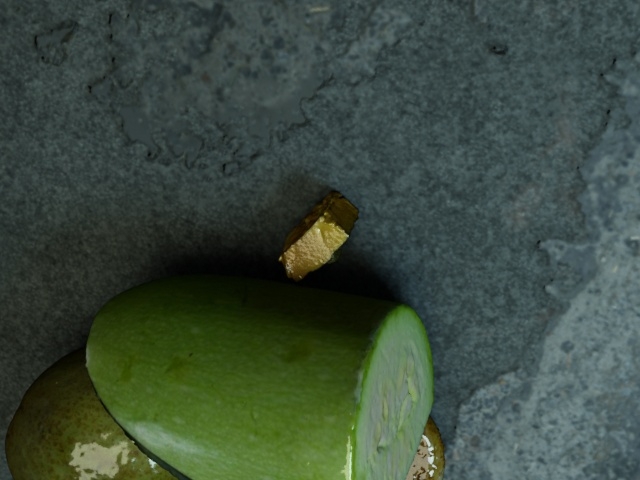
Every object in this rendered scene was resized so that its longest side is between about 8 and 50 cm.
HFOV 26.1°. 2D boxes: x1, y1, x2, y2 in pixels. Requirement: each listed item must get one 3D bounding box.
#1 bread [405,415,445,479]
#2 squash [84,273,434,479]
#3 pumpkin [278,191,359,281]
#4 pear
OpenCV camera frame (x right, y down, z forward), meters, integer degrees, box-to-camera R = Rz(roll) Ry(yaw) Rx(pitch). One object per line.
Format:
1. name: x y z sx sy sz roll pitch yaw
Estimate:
1. bread: 0.043 0.232 1.483 0.193 0.064 0.193 3 109 9
2. squash: -0.073 0.148 1.370 0.308 0.234 0.210 4 138 23
3. pumpkin: 0.000 0.000 1.375 0.054 0.074 0.083 44 116 -11
4. pear: -0.223 0.209 1.458 0.211 0.188 0.229 8 116 -5
